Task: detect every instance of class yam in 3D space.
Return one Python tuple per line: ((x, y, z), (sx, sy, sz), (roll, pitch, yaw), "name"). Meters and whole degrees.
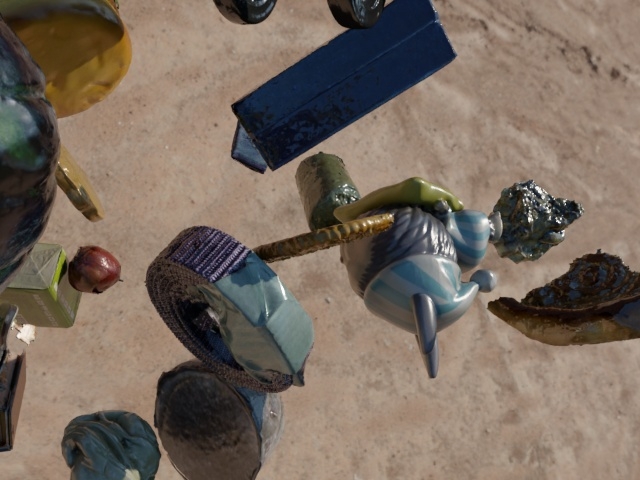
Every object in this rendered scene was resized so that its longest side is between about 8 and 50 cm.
((0.028, -0.144, 1.821), (0.195, 0.195, 0.300), (28, 26, -31), "yam")

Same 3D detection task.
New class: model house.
((-0.629, 0.285, 1.080), (0.154, 0.207, 0.294), (49, 4, -34), "model house")

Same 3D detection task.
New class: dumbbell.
((-0.022, -0.315, 0.621), (0.143, 0.325, 0.143), (12, 90, -67), "dumbbell")

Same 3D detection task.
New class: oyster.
((0.520, -0.041, 1.359), (0.214, 0.083, 0.223), (26, 81, -11), "oyster")

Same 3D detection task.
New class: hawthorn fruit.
((-0.676, 0.096, 1.680), (0.172, 0.148, 0.148), (38, 47, -45), "hawthorn fruit")

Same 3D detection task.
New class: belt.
((-0.147, 0.120, 0.916), (0.122, 0.260, 0.325), (-54, 134, -38), "belt")

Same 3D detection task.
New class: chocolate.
((-0.191, 0.378, 1.225), (0.213, 0.303, 0.303), (-22, 85, -59), "chocolate")

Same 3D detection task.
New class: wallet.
((-0.194, -0.272, 1.556), (0.111, 0.030, 0.166), (24, 51, -25), "wallet")

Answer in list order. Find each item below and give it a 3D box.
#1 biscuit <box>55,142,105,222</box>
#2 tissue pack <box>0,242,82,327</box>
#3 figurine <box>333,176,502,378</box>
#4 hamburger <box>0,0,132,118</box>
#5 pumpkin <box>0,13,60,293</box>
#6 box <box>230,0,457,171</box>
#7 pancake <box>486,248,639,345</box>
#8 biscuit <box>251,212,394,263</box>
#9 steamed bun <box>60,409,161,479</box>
((-0.745, -0.203, 1.636), (0.057, 0.312, 0.351), (-33, 124, -11), "biscuit")
((-0.864, 0.136, 1.677), (0.200, 0.275, 0.167), (4, 57, -7), "tissue pack")
((0.216, 0.098, 1.152), (0.361, 0.266, 0.378), (10, 68, -26), "figurine")
((-0.378, -0.275, 0.718), (0.246, 0.246, 0.170), (-21, 78, -47), "hamburger")
((-0.393, -0.080, 0.423), (0.364, 0.363, 0.266), (58, 22, -4), "pumpkin")
((0.031, -0.239, 0.804), (0.116, 0.278, 0.261), (56, 13, -15), "box")
((0.440, 0.107, 0.929), (0.056, 0.257, 0.212), (56, 3, -29), "pancake")
((0.000, 0.000, 0.920), (0.253, 0.253, 0.035), (-15, 90, -46), "biscuit")
((-0.388, 0.421, 1.081), (0.144, 0.218, 0.211), (-30, 69, -6), "steamed bun")
